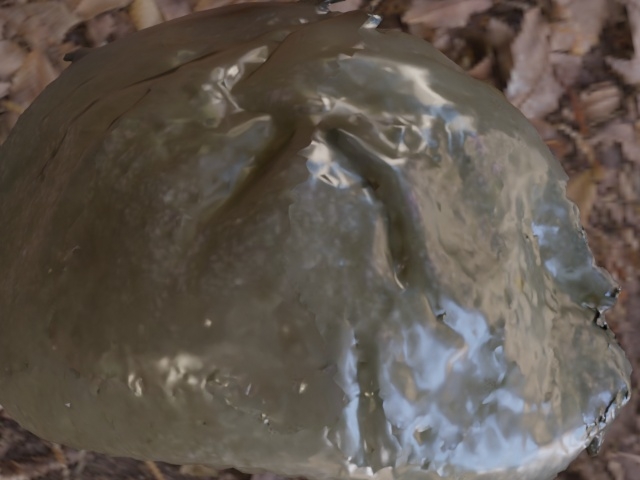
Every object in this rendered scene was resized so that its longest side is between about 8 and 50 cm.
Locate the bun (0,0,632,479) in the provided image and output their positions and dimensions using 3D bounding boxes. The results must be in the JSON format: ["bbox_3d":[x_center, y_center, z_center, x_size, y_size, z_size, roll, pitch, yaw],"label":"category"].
[{"bbox_3d":[-0.016,-0.001,0.699,0.281,0.281,0.205,7,83,-23],"label":"bun"}]
